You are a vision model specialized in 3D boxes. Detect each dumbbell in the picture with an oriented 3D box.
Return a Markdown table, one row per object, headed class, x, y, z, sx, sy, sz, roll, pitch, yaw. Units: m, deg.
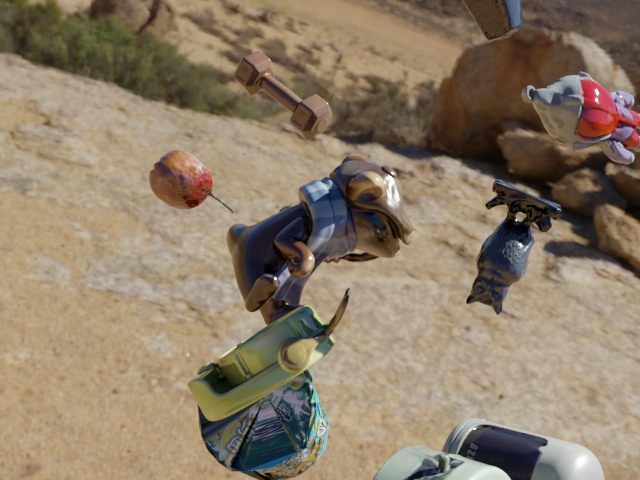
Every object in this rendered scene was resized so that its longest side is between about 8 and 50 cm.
| class | x | y | z | sx | sy | sz | roll | pitch | yaw |
| --- | --- | --- | --- | --- | --- | --- | --- | --- | --- |
| dumbbell | -0.078 | -0.303 | 1.737 | 0.231 | 0.092 | 0.082 | 41 | 26 | 21 |

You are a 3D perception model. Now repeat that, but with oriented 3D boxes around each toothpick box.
| class | x | y | z | sx | sy | sz | roll | pitch | yaw |
| --- | --- | --- | --- | --- | --- | --- | --- | --- | --- |
| toothpick box | 0.410 | 0.483 | 1.618 | 0.316 | 0.229 | 0.229 | 5 | 6 | 40 |

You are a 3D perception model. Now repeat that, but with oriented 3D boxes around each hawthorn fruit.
| class | x | y | z | sx | sy | sz | roll | pitch | yaw |
| --- | --- | --- | --- | --- | --- | --- | --- | --- | --- |
| hawthorn fruit | -0.143 | -0.062 | 0.954 | 0.103 | 0.067 | 0.067 | 23 | 19 | 2 |

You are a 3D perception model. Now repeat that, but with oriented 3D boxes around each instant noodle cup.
| class | x | y | z | sx | sy | sz | roll | pitch | yaw |
| --- | --- | --- | --- | --- | --- | --- | --- | --- | --- |
| instant noodle cup | -0.092 | 0.336 | 1.554 | 0.240 | 0.240 | 0.178 | 33 | -15 | 31 |

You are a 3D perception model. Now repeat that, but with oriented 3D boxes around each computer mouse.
| class | x | y | z | sx | sy | sz | roll | pitch | yaw |
| --- | --- | --- | --- | --- | --- | --- | --- | --- | --- |
| computer mouse | 0.257 | -0.460 | 1.365 | 0.269 | 0.100 | 0.170 | 55 | 26 | -14 |

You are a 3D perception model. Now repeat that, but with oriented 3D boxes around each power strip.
| class | x | y | z | sx | sy | sz | roll | pitch | yaw |
| --- | --- | --- | --- | --- | --- | --- | --- | --- | --- |
| power strip | 0.189 | 0.508 | 1.374 | 0.161 | 0.358 | 0.357 | 7 | 7 | 38 |

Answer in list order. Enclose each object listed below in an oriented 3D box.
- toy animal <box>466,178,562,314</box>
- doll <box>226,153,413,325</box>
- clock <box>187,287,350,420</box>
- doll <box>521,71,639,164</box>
| class | x | y | z | sx | sy | sz | roll | pitch | yaw |
| --- | --- | --- | --- | --- | --- | --- | --- | --- | --- |
| toy animal | 0.296 | 0.014 | 1.365 | 0.121 | 0.210 | 0.117 | 26 | 1 | 13 |
| doll | 0.002 | 0.004 | 1.442 | 0.209 | 0.339 | 0.318 | 57 | -7 | -10 |
| clock | -0.052 | 0.140 | 1.076 | 0.069 | 0.232 | 0.170 | 58 | 5 | 2 |
| doll | 0.337 | -0.159 | 1.052 | 0.227 | 0.102 | 0.075 | 8 | -10 | -31 |
